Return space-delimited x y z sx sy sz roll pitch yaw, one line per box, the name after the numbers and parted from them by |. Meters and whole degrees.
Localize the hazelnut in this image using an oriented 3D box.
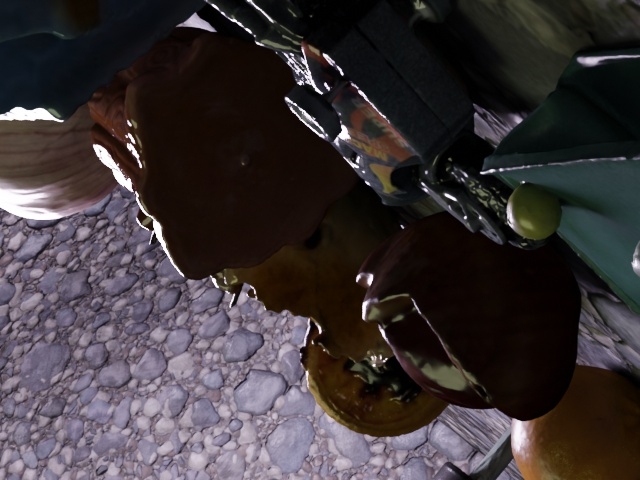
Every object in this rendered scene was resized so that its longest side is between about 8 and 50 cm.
0.126 0.057 1.037 0.170 0.160 0.202 42 167 -22 | hazelnut

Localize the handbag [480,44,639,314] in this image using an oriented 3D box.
0.221 0.025 0.591 0.269 0.100 0.274 44 173 -20 | handbag

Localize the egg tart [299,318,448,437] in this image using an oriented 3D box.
0.080 0.141 1.639 0.215 0.215 0.171 41 -176 -5 | egg tart

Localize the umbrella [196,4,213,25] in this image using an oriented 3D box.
-0.113 -0.220 1.166 0.013 0.022 0.122 13 179 9 | umbrella

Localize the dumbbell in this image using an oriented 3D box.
0.236 0.267 1.597 0.100 0.191 0.100 39 173 6 | dumbbell

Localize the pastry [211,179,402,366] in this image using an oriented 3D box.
0.005 0.002 1.353 0.256 0.170 0.237 38 -167 -14 | pastry

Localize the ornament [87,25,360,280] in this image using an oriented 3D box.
-0.109 -0.095 1.179 0.235 0.221 0.217 14 -170 -28 | ornament

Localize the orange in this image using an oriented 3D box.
0.268 0.196 1.237 0.159 0.159 0.136 42 132 -13 | orange

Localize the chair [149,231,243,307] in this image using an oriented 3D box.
-0.118 -0.056 1.564 0.159 0.172 0.247 38 147 17 | chair

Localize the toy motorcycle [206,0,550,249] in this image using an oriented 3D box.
0.025 -0.107 0.798 0.307 0.108 0.173 45 177 -20 | toy motorcycle

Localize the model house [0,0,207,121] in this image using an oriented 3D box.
-0.243 -0.236 0.967 0.360 0.339 0.297 8 104 53 | model house

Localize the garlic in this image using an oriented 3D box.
-0.340 -0.176 1.609 0.259 0.317 0.317 13 167 9 | garlic
